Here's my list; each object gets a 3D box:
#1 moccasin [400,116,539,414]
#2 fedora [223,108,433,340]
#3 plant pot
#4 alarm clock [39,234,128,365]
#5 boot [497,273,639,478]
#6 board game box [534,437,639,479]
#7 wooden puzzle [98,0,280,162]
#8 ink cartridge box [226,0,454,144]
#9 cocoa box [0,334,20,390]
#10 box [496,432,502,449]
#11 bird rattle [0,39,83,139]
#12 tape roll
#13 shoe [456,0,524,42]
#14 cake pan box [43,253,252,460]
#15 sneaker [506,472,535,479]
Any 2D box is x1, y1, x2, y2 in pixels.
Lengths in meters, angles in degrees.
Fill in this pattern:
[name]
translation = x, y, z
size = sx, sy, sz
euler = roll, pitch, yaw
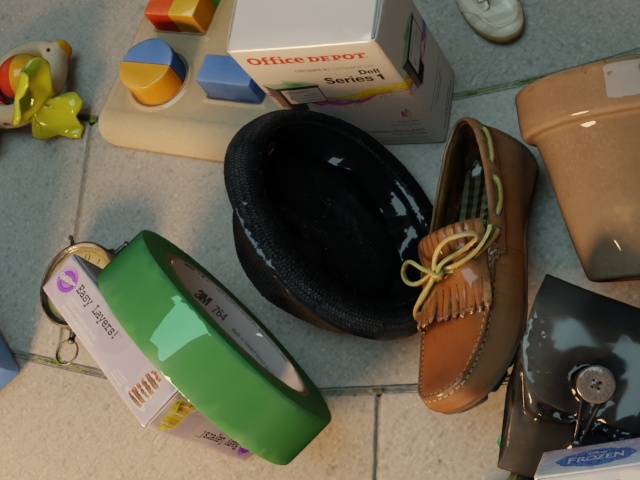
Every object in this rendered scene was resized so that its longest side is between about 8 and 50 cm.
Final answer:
[moccasin]
translation = 0.168, 0.019, 1.245
size = 0.139, 0.147, 0.380
euler = -19, 46, 50
[fedora]
translation = 0.000, 0.000, 1.356
size = 0.152, 0.334, 0.334
euler = -45, 50, 46
[plant pot]
translation = 0.360, -0.072, 1.209
size = 0.263, 0.263, 0.229
euler = -6, 84, 22
[alarm clock]
translation = -0.342, 0.089, 1.547
size = 0.129, 0.064, 0.192
euler = 6, 70, 26
[boot]
translation = 0.430, 0.117, 1.084
size = 0.445, 0.146, 0.367
euler = 15, 88, 22
[board game box]
translation = 0.400, 0.331, 1.009
size = 0.318, 0.066, 0.319
euler = -14, 98, 23
[wooden puzzle]
translation = -0.164, -0.297, 1.613
size = 0.322, 0.080, 0.348
euler = 10, 75, 27
[ink cartridge box]
translation = 0.033, -0.231, 1.381
size = 0.201, 0.278, 0.117
euler = 0, 70, 25
[cocoa box]
translation = -0.652, 0.119, 1.579
size = 0.231, 0.228, 0.347
euler = -42, 59, 4
[box]
translation = 0.291, 0.245, 1.211
size = 0.179, 0.043, 0.105
euler = 37, 87, 33
[bird rattle]
translation = -0.490, -0.231, 1.738
size = 0.253, 0.143, 0.207
euler = -10, 54, 35
[tape roll]
translation = -0.123, 0.125, 1.284
size = 0.077, 0.321, 0.321
euler = -46, 59, 2
[shoe]
translation = 0.211, -0.361, 1.481
size = 0.076, 0.058, 0.219
euler = -31, 60, 10
[cake pan box]
translation = -0.203, 0.147, 1.356
size = 0.070, 0.246, 0.267
euler = -45, 59, 1
[sneaker]
translation = 0.178, 0.443, 1.126
size = 0.182, 0.158, 0.410
euler = -9, 68, 43
